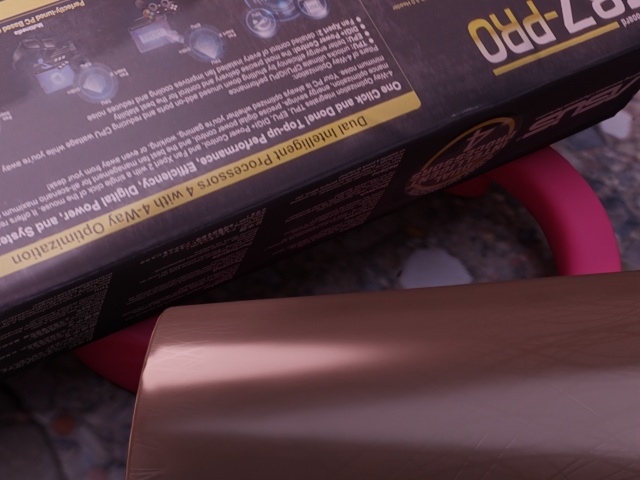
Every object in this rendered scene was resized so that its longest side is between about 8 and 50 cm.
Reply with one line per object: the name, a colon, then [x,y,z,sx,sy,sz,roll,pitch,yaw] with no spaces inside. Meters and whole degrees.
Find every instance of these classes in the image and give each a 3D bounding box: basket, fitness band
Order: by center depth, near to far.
basket: [0.046,0.100,0.569,0.227,0.154,0.204,4,86,3]
fitness band: [0.000,0.000,0.721,0.291,0.054,0.209,13,47,4]

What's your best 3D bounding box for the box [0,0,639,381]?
box: [-0.068,-0.145,0.691,0.395,0.097,0.318,-24,72,-26]
